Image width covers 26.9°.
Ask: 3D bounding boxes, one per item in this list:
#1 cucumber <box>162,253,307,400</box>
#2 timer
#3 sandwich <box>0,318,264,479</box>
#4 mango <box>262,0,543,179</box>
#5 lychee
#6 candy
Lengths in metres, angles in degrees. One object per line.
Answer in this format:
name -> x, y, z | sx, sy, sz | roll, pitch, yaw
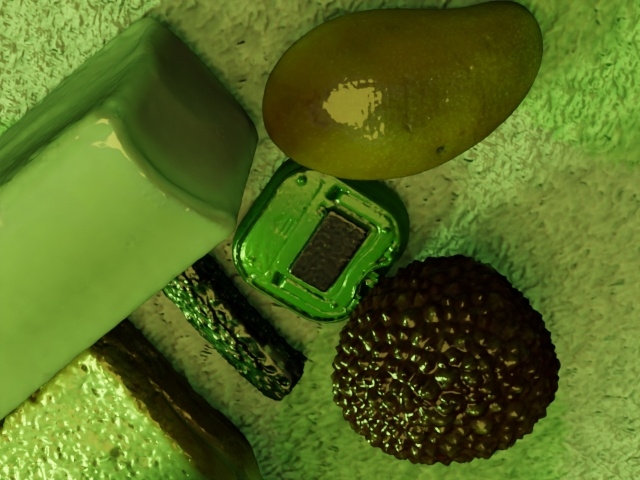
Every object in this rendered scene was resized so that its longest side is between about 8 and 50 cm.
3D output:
cucumber -> -0.085, 0.062, 1.169 | 0.058, 0.058, 0.187 | -35, 106, 20
timer -> 0.000, 0.000, 1.133 | 0.128, 0.047, 0.140 | 32, 114, -9
sandwich -> -0.211, 0.231, 1.236 | 0.288, 0.099, 0.254 | -35, 106, 19
mango -> 0.065, -0.119, 1.048 | 0.227, 0.099, 0.136 | -16, 105, 4
lychee -> 0.097, 0.100, 1.085 | 0.188, 0.188, 0.188 | 3, 115, 5
candy -> -0.223, 0.000, 1.075 | 0.358, 0.208, 0.145 | -39, 111, 20
